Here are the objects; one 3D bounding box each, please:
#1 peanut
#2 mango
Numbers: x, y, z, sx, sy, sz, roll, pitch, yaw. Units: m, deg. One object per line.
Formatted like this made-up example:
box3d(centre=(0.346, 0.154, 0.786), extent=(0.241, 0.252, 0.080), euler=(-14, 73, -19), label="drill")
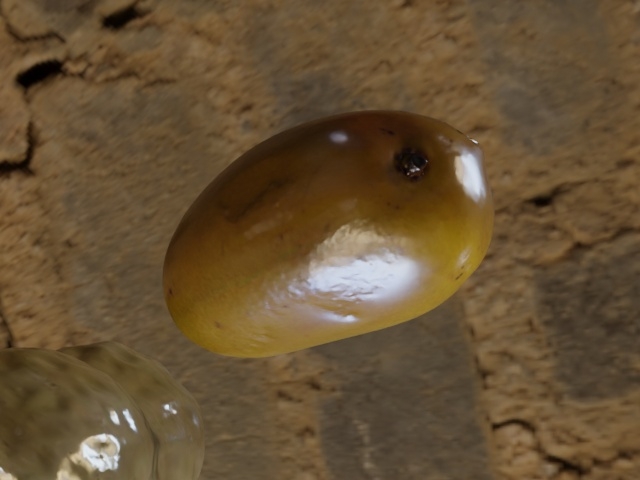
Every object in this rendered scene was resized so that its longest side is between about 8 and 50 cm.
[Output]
box3d(centre=(-0.111, 0.098, 0.654), extent=(0.101, 0.263, 0.117), euler=(7, -94, 6), label="peanut")
box3d(centre=(0.000, 0.000, 0.476), extent=(0.080, 0.114, 0.060), euler=(8, -116, -45), label="mango")
